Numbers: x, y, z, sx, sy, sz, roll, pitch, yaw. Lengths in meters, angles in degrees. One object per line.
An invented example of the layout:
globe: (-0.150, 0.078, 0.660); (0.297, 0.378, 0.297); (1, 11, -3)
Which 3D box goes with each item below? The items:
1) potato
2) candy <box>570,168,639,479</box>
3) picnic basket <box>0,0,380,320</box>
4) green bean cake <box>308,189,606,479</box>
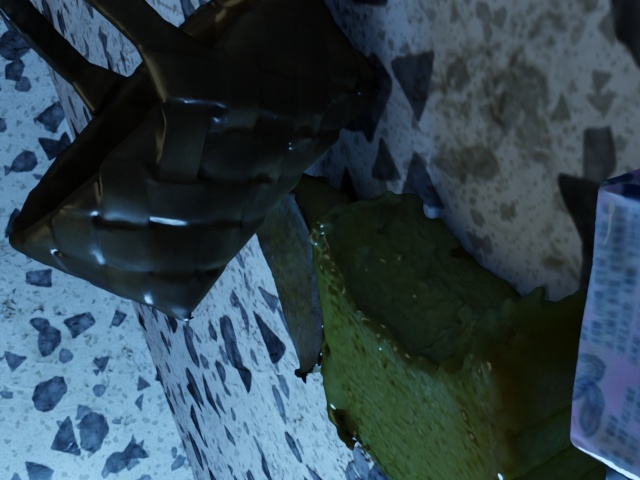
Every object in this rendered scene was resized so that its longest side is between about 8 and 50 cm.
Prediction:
potato: (0.000, 0.000, 0.723); (0.243, 0.098, 0.138); (68, 152, 24)
candy: (0.183, 0.038, 0.362); (0.073, 0.092, 0.160); (31, 134, 47)
picnic basket: (-0.165, -0.141, 0.620); (0.293, 0.337, 0.337); (13, 120, 61)
green bean cake: (0.100, 0.092, 0.547); (0.236, 0.124, 0.233); (39, 143, 49)
